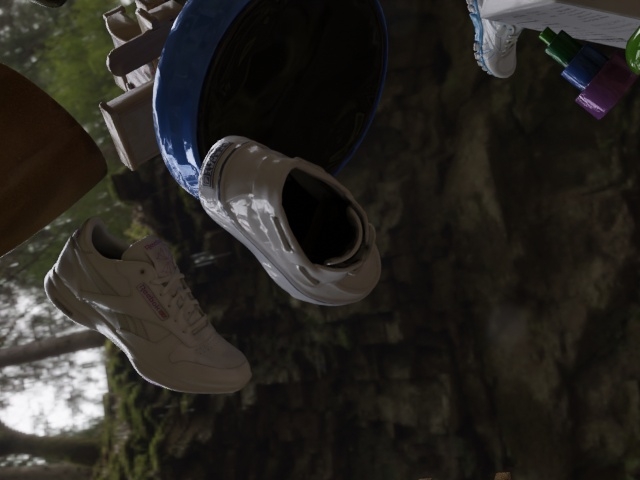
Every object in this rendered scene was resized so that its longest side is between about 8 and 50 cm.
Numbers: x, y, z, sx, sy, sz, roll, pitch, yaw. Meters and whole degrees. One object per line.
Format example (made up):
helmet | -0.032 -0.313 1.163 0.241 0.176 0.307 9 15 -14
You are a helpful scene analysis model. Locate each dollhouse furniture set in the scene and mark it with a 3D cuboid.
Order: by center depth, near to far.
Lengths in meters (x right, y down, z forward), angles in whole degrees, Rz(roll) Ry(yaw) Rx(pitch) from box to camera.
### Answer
dollhouse furniture set | -0.349 -0.290 1.636 0.174 0.355 0.303 -33 -42 -21

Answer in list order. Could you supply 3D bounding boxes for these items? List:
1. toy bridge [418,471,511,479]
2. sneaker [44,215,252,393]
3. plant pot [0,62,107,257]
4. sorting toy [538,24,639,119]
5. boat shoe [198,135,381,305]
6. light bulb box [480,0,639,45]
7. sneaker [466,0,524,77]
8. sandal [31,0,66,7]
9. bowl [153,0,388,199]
toy bridge | 0.119 0.295 1.063 0.026 0.188 0.063 -35 -66 -71
sneaker | -0.213 0.086 1.250 0.305 0.152 0.114 32 -158 4
plant pot | -0.456 -0.072 1.278 0.237 0.237 0.254 49 -115 -30
sorting toy | 0.291 -0.245 0.857 0.126 0.365 0.127 40 -115 5
boat shoe | 0.000 0.000 0.799 0.258 0.084 0.095 32 -104 -55
light bulb box | 0.432 -0.359 1.217 0.358 0.361 0.225 -113 33 -79
sneaker | 0.280 -0.320 1.480 0.071 0.083 0.190 -47 -42 -19
sandal | -0.546 -0.442 1.556 0.303 0.086 0.120 18 -129 -2
bowl | -0.054 -0.215 1.352 0.391 0.077 0.391 -29 -46 -34
